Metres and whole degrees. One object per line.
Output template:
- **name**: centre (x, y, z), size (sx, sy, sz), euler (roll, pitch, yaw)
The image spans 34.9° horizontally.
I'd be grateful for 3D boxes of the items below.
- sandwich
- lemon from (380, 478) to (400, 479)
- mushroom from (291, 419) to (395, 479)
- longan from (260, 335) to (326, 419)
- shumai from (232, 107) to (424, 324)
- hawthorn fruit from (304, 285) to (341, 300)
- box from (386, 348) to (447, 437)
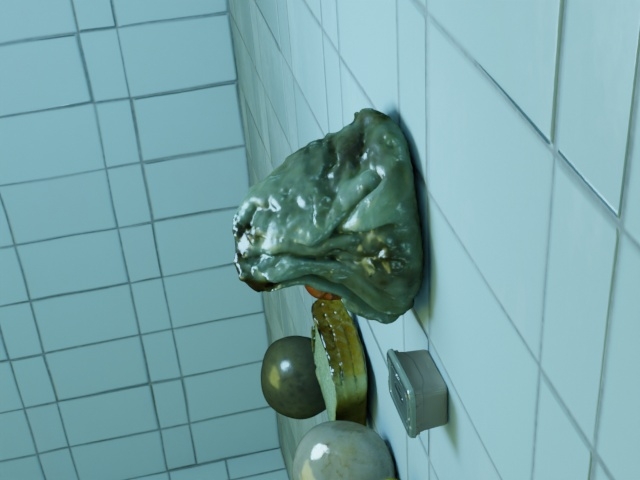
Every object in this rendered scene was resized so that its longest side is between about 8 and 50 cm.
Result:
- **sandwich**: centre (0.042, 0.266, 2.096), size (0.251, 0.087, 0.226), euler (87, 170, -53)
- **lemon**: centre (0.120, 0.471, 1.763), size (0.133, 0.109, 0.109), euler (77, 176, -47)
- **mushroom**: centre (0.041, 0.451, 1.970), size (0.209, 0.206, 0.206), euler (108, 151, -75)
- **longan**: centre (-0.050, 0.329, 2.428), size (0.220, 0.196, 0.197), euler (101, 158, -48)
- **shumai**: centre (-0.003, -0.024, 1.489), size (0.304, 0.263, 0.309), euler (92, 165, -62)
- **hawthorn fruit**: centre (0.018, 0.035, 1.847), size (0.138, 0.132, 0.133), euler (-85, -6, -48)
- **box**: centre (0.142, 0.218, 1.486), size (0.122, 0.062, 0.089), euler (-113, 15, -58)
